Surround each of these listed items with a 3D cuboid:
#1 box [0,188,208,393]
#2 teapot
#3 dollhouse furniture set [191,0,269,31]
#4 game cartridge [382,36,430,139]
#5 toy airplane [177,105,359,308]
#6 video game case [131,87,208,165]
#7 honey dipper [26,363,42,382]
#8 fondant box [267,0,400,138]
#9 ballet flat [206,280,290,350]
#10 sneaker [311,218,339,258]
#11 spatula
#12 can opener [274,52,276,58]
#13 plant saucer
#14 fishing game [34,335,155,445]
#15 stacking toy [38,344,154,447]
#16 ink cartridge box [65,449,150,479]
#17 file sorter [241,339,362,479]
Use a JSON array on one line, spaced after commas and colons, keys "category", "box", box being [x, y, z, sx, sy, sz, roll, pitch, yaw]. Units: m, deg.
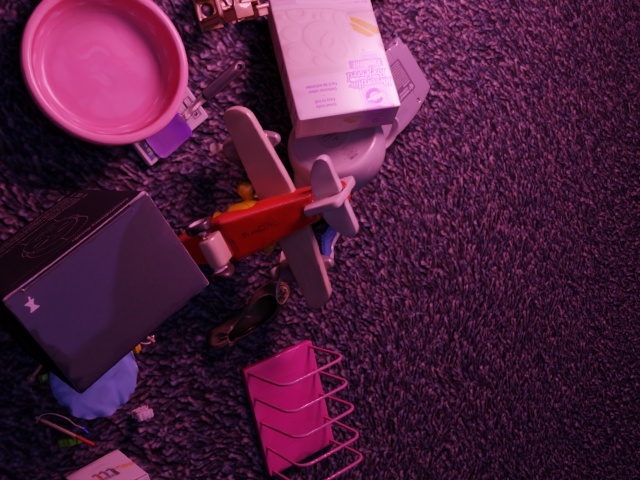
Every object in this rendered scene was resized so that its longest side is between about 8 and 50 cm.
[{"category": "box", "box": [-0.448, 0.070, 1.397, 0.293, 0.395, 0.212, -42, 115, -24]}, {"category": "teapot", "box": [0.052, -0.206, 1.843, 0.187, 0.256, 0.252, 63, 31, -58]}, {"category": "dollhouse furniture set", "box": [-0.173, -0.542, 1.665, 0.161, 0.182, 0.101, -24, 107, -30]}, {"category": "game cartridge", "box": [0.162, -0.372, 1.989, 0.294, 0.060, 0.196, -47, 114, -22]}, {"category": "toy airplane", "box": [-0.099, -0.069, 1.701, 0.385, 0.272, 0.386, 20, 106, -9]}, {"category": "video game case", "box": [-0.370, -0.297, 1.648, 0.183, 0.023, 0.201, -46, 118, -23]}, {"category": "honey dipper", "box": [-0.553, 0.227, 1.560, 0.030, 0.030, 0.160, 45, 71, -28]}, {"category": "fondant box", "box": [0.026, -0.415, 1.741, 0.238, 0.096, 0.330, -10, 73, -11]}, {"category": "ballet flat", "box": [-0.163, 0.183, 1.806, 0.250, 0.058, 0.084, -35, 113, -27]}, {"category": "sneaker", "box": [-0.001, 0.000, 1.900, 0.085, 0.058, 0.152, 35, 70, -37]}, {"category": "spatula", "box": [-0.272, -0.308, 1.681, 0.296, 0.030, 0.084, -49, 116, -21]}, {"category": "can opener", "box": [0.004, -0.521, 1.854, 0.280, 0.074, 0.093, -49, 117, -22]}, {"category": "plant saucer", "box": [-0.440, -0.353, 1.535, 0.332, 0.084, 0.332, 2, 86, -27]}, {"category": "fishing game", "box": [-0.473, 0.277, 1.560, 0.189, 0.041, 0.264, 36, 66, -28]}, {"category": "stacking toy", "box": [-0.475, 0.329, 1.613, 0.221, 0.052, 0.166, -16, 100, -30]}, {"category": "ink cartridge box", "box": [-0.431, 0.545, 1.579, 0.127, 0.176, 0.128, -24, 107, -31]}, {"category": "file sorter", "box": [-0.033, 0.427, 1.839, 0.202, 0.182, 0.290, -20, 105, -32]}]
